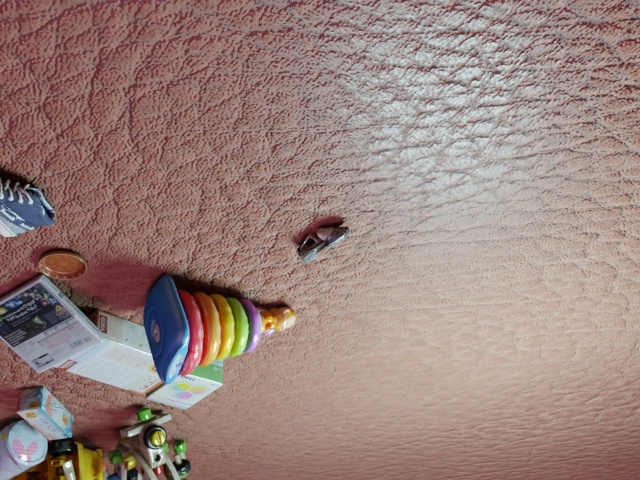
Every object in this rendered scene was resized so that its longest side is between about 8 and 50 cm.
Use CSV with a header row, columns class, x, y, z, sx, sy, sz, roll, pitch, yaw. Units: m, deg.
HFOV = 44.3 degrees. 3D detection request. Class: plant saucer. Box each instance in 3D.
class,x,y,z,sx,sy,sz,roll,pitch,yaw
plant saucer,-0.461,0.043,1.409,0.083,0.013,0.084,-3,145,-2

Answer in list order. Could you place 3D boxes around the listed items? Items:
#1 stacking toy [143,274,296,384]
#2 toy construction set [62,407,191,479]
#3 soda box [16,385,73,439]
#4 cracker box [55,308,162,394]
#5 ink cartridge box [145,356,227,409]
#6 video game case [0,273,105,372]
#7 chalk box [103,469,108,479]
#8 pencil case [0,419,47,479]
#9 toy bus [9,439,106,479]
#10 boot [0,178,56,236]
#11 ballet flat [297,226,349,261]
class,x,y,z,sx,sy,sz,roll,pitch,yaw
stacking toy,-0.179,0.168,1.538,0.301,0.166,0.175,-2,138,-31
toy construction set,-0.484,0.535,1.959,0.308,0.257,0.238,-14,102,-16
soda box,-0.648,0.410,1.857,0.062,0.058,0.183,-8,145,3
cracker box,-0.415,0.237,1.642,0.155,0.067,0.232,-32,138,29
ink cartridge box,-0.289,0.302,1.755,0.109,0.062,0.209,24,134,-34
video game case,-0.536,0.163,1.506,0.190,0.022,0.173,-26,117,26
chalk box,-0.670,0.735,2.247,0.212,0.133,0.132,-3,145,-6
pencil case,-0.806,0.542,1.975,0.273,0.113,0.124,-28,96,29
toy bus,-0.683,0.623,2.100,0.220,0.150,0.211,-14,160,15
boot,-0.482,-0.075,1.206,0.086,0.069,0.190,-15,152,1
ballet flat,0.000,0.000,1.399,0.041,0.041,0.114,27,132,-37
